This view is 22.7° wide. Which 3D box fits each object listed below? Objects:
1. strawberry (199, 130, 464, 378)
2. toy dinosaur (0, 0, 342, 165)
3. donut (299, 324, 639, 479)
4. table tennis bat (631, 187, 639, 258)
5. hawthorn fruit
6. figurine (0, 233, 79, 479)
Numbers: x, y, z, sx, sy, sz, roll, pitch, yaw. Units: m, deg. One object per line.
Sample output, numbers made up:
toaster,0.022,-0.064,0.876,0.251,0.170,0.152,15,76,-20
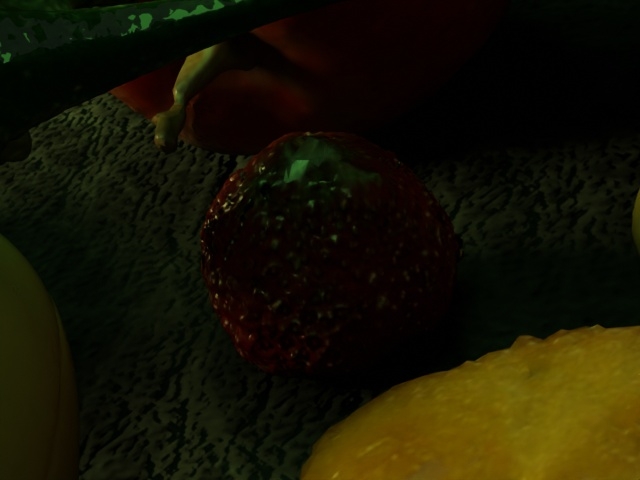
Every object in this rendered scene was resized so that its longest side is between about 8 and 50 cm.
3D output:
strawberry,0.000,0.001,0.587,0.106,0.106,0.106,-15,31,10
toy dinosaur,-0.185,-0.032,0.496,0.447,0.087,0.301,-15,7,17
donut,0.060,0.117,0.350,0.253,0.118,0.253,-14,34,10
table tennis bat,0.255,-0.023,0.517,0.320,0.050,0.198,0,35,36
hawthorn fruit,-0.026,-0.131,0.699,0.241,0.242,0.272,-8,46,20
figurine,-0.178,0.108,0.403,0.124,0.222,0.324,7,40,34
